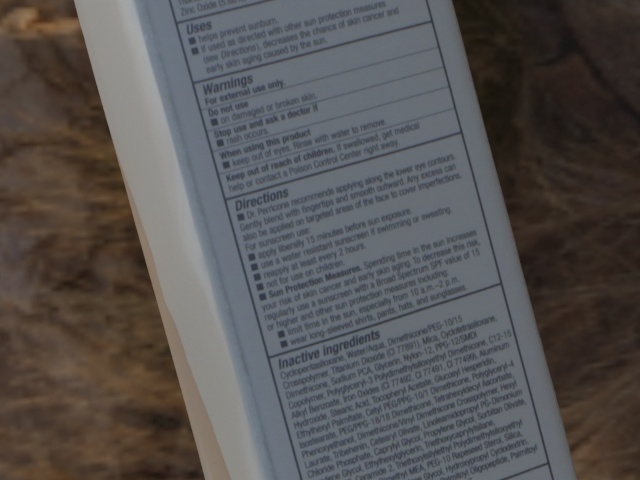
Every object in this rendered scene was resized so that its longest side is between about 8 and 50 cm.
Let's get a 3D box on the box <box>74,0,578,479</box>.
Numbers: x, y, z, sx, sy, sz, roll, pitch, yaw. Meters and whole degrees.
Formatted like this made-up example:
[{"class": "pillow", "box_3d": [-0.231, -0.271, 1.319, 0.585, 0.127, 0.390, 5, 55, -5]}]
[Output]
[{"class": "box", "box_3d": [0.000, 0.000, 0.820, 0.121, 0.148, 0.311, 176, 79, -71]}]
